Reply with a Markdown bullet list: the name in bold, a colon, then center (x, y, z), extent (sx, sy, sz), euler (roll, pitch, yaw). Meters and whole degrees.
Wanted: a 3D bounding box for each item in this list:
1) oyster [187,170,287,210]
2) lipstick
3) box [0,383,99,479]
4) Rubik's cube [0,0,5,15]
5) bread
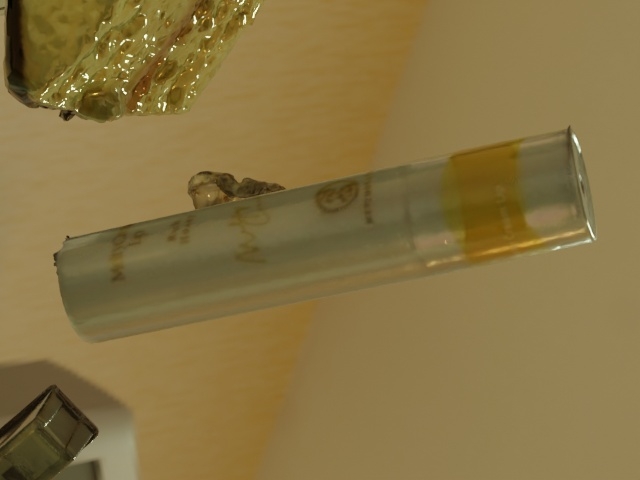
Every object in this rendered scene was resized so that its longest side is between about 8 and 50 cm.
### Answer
- **oyster**: center (-0.043, -0.017, 1.366), extent (0.148, 0.103, 0.051), euler (70, 23, -52)
- **lipstick**: center (0.000, 0.000, 0.823), extent (0.059, 0.263, 0.059), euler (-12, 90, -75)
- **box**: center (-0.234, 0.171, 1.375), extent (0.084, 0.063, 0.060), euler (-40, -83, 14)
- **Rubik's cube**: center (-0.357, -0.377, 1.753), extent (0.264, 0.319, 0.319), euler (20, -63, 33)
- **bread**: center (-0.122, -0.192, 0.959), extent (0.198, 0.263, 0.236), euler (30, -84, 7)
